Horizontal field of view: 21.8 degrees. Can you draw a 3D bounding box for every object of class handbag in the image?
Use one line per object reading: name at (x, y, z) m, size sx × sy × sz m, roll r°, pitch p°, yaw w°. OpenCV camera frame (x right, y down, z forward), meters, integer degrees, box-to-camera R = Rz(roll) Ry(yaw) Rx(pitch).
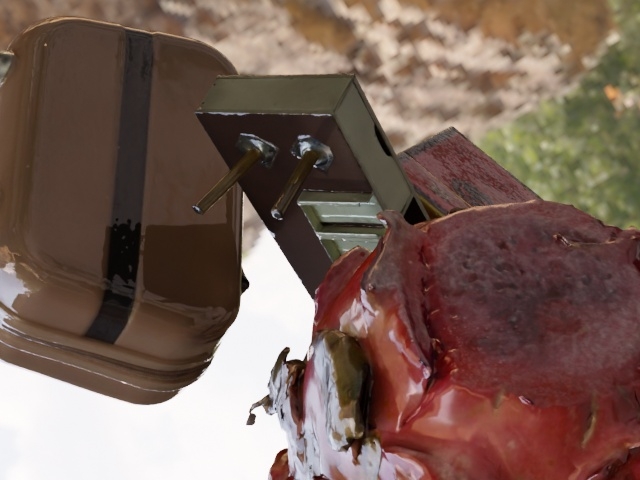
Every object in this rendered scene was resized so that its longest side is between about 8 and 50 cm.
handbag at (-0.199, -0.038, 1.316) m, size 0.283 × 0.149 × 0.302 m, roll 13°, pitch -125°, yaw -18°

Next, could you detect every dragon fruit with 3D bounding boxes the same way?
dragon fruit at (0.098, 0.132, 0.919) m, size 0.250 × 0.269 × 0.291 m, roll -100°, pitch 13°, yaw -51°

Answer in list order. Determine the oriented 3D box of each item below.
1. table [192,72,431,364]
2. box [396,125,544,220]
table at (0.000, 0.000, 1.225) m, size 0.240 × 0.121 × 0.111 m, roll 59°, pitch -133°, yaw -39°
box at (0.132, -0.023, 1.562) m, size 0.153 × 0.074 × 0.240 m, roll 44°, pitch -157°, yaw 7°
